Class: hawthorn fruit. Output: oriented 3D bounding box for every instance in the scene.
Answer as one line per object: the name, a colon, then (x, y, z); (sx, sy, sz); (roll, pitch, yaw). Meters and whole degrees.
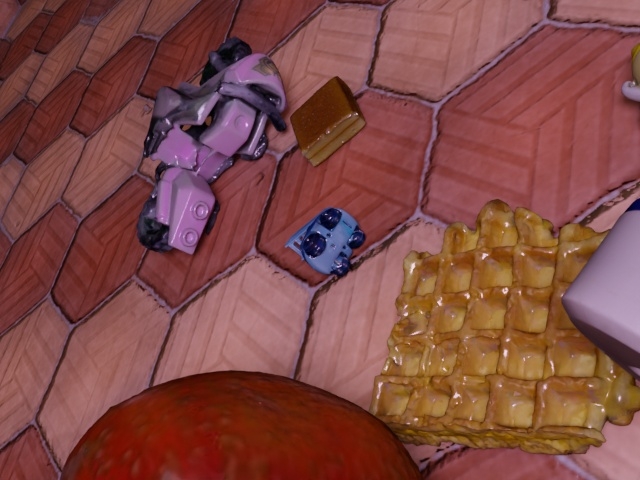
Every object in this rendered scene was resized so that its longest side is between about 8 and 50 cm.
hawthorn fruit: (-0.070, 0.224, 0.551); (0.299, 0.275, 0.275); (3, 62, 58)

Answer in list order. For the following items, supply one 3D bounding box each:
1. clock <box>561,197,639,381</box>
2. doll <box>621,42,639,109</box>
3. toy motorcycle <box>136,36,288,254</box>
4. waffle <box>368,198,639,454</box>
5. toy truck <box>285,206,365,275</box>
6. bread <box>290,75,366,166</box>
clock: (0.237, 0.073, 0.376); (0.083, 0.230, 0.230); (-52, 38, 5)
doll: (0.310, -0.124, 0.597); (0.106, 0.062, 0.163); (-37, 39, 25)
toy motorcycle: (-0.148, -0.134, 1.010); (0.188, 0.143, 0.327); (9, 75, 48)
waffle: (0.158, 0.059, 0.608); (0.229, 0.057, 0.219); (-10, 54, 40)
toy truck: (0.000, 0.000, 0.825); (0.073, 0.056, 0.090); (-58, 25, -15)
bread: (0.007, -0.154, 0.950); (0.090, 0.035, 0.094); (-38, 40, 17)
